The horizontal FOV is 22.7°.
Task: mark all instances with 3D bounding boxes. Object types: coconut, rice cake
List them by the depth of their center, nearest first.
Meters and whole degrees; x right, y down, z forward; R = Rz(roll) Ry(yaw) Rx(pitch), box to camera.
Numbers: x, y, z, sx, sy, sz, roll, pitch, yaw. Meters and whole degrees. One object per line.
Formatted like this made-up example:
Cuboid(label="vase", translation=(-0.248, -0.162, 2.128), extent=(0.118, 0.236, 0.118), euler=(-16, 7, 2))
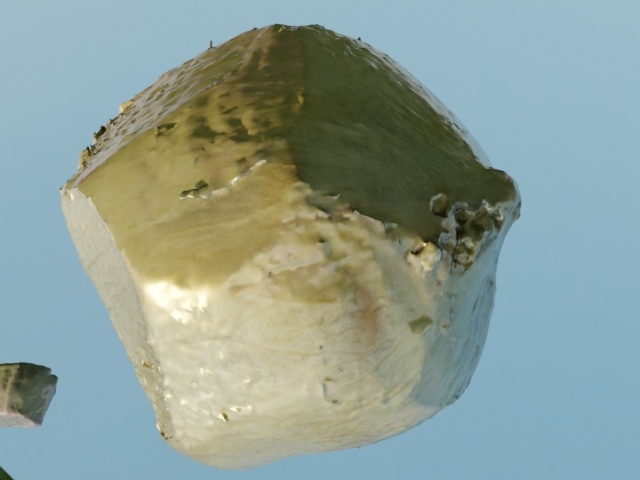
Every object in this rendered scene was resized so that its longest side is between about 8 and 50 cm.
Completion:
Cuboid(label="rice cake", translation=(-0.263, 0.108, 1.082), extent=(0.206, 0.047, 0.036), euler=(-8, 161, 31))
Cuboid(label="coconut", translation=(0.000, 0.000, 1.431), extent=(0.404, 0.405, 0.405), euler=(-6, -150, 3))

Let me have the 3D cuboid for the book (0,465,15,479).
Cuboid(label="book", translation=(-0.334, 0.279, 1.579), extent=(0.135, 0.017, 0.103), euler=(39, -105, 24))
